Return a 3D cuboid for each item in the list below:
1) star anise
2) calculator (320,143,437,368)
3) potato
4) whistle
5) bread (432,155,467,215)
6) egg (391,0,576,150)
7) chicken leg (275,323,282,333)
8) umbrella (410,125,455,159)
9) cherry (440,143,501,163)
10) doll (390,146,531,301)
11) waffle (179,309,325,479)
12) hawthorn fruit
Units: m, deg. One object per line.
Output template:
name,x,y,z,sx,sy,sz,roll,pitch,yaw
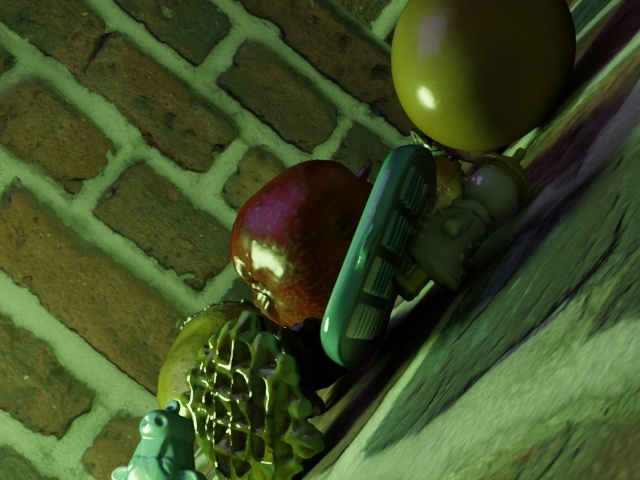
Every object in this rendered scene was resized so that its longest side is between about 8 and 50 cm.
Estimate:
star anise,-0.043,0.178,1.517,0.220,0.126,0.190,-21,-9,-46
calculator,0.067,0.018,1.301,0.386,0.054,0.256,32,-101,-82
potato,-0.162,0.246,1.916,0.229,0.229,0.266,-50,13,26
whistle,-0.239,0.373,1.740,0.186,0.093,0.274,-4,69,31
bread,0.167,-0.066,1.790,0.125,0.082,0.106,-47,-3,25
egg,0.221,-0.254,1.597,0.250,0.250,0.322,-50,9,36
chicken leg,-0.013,0.125,2.101,0.407,0.096,0.158,-32,34,54
umbrella,0.201,-0.135,2.339,0.113,0.106,0.358,-42,-9,-22
cherry,0.240,-0.166,1.799,0.106,0.087,0.126,-22,14,-12
doll,0.156,-0.018,1.261,0.207,0.081,0.129,-50,-15,-3
waffle,-0.089,0.197,1.356,0.054,0.204,0.223,-5,-33,-39
hawthorn fruit,0.000,0.000,1.836,0.300,0.275,0.275,-56,2,-1
